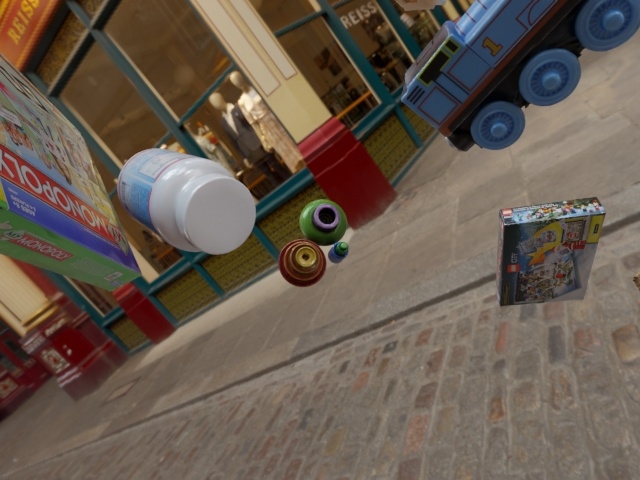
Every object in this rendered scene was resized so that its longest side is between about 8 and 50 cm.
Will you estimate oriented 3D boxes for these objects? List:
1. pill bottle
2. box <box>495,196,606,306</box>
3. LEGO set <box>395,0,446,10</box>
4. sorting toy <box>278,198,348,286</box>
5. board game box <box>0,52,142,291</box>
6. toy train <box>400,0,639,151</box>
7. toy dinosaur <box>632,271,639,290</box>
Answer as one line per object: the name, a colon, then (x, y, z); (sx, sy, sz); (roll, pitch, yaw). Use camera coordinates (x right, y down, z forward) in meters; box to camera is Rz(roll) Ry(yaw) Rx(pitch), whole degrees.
pill bottle: (-0.131, -0.039, 0.416); (0.087, 0.087, 0.160); (-43, 38, -21)
box: (0.419, 0.031, 0.810); (0.159, 0.233, 0.044); (-7, 43, 13)
LEGO set: (0.149, -0.346, 0.355); (0.287, 0.132, 0.107); (-39, -10, 15)
sorting toy: (0.000, 0.000, 0.429); (0.102, 0.061, 0.042); (-64, 2, -19)
board game box: (-0.275, -0.081, 0.380); (0.046, 0.214, 0.317); (-27, -13, -9)
toy train: (0.151, -0.154, 0.336); (0.184, 0.105, 0.080); (-48, 14, 37)
toy dinosaur: (0.660, 0.023, 0.757); (0.211, 0.064, 0.112); (-43, 31, 23)
